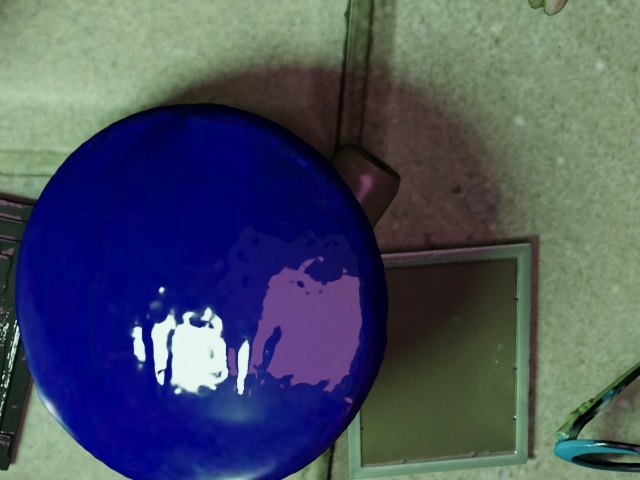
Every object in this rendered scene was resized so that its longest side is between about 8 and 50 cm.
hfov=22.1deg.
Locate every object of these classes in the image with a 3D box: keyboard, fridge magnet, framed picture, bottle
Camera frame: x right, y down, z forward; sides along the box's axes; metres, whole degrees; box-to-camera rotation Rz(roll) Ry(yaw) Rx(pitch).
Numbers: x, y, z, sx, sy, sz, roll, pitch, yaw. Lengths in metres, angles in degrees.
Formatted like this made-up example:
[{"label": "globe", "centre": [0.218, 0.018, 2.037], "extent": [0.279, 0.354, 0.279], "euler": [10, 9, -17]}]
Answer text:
[{"label": "keyboard", "centre": [-0.232, 0.069, 1.172], "extent": [0.061, 0.013, 0.204], "euler": [12, 106, -13]}, {"label": "fridge magnet", "centre": [-0.081, 0.040, 1.101], "extent": [0.265, 0.112, 0.265], "euler": [2, 96, 16]}, {"label": "framed picture", "centre": [0.088, 0.091, 1.230], "extent": [0.142, 0.011, 0.183], "euler": [-4, 109, -7]}, {"label": "bottle", "centre": [0.000, 0.000, 1.163], "extent": [0.053, 0.053, 0.140], "euler": [31, 102, -17]}]

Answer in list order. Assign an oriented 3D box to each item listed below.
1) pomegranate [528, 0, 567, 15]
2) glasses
[{"label": "pomegranate", "centre": [0.148, -0.235, 1.087], "extent": [0.138, 0.163, 0.126], "euler": [-19, 72, -17]}, {"label": "glasses", "centre": [0.293, 0.099, 1.215], "extent": [0.239, 0.102, 0.207], "euler": [0, 109, -8]}]
